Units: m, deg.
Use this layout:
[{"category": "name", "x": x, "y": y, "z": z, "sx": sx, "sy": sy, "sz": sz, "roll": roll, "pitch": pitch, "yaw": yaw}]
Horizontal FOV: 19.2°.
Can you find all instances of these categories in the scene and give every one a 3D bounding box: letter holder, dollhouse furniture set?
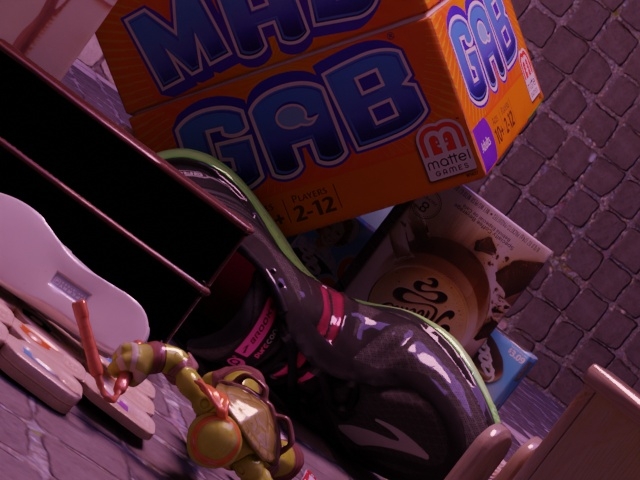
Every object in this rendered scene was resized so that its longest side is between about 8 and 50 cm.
[{"category": "letter holder", "x": -0.221, "y": -0.040, "z": 1.695, "sx": 0.302, "sy": 0.152, "sz": 0.214, "roll": 37, "pitch": -1, "yaw": -4}, {"category": "dollhouse furniture set", "x": 0.280, "y": 0.286, "z": 1.715, "sx": 0.362, "sy": 0.256, "sz": 0.394, "roll": 40, "pitch": 6, "yaw": 25}]

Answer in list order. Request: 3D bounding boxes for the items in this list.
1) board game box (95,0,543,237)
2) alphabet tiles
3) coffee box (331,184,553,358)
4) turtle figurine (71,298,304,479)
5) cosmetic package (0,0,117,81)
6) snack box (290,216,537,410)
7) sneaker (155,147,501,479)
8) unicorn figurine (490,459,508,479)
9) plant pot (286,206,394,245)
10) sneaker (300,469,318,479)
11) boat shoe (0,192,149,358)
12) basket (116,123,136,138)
[{"category": "board game box", "x": -0.001, "y": -0.229, "z": 2.111, "sx": 0.356, "sy": 0.356, "sz": 0.356, "roll": 69, "pitch": 21, "yaw": -11}, {"category": "alphabet tiles", "x": -0.245, "y": 0.058, "z": 1.499, "sx": 0.278, "sy": 0.021, "sz": 0.284, "roll": 39, "pitch": 5, "yaw": -10}, {"category": "coffee box", "x": 0.104, "y": 0.078, "z": 2.166, "sx": 0.168, "sy": 0.297, "sz": 0.119, "roll": 36, "pitch": 2, "yaw": -6}, {"category": "turtle figurine", "x": -0.074, "y": 0.137, "z": 1.457, "sx": 0.269, "sy": 0.087, "sz": 0.217, "roll": 47, "pitch": 4, "yaw": 5}, {"category": "cosmetic package", "x": -0.318, "y": -0.210, "z": 1.863, "sx": 0.129, "sy": 0.296, "sz": 0.153, "roll": 33, "pitch": 7, "yaw": -29}, {"category": "snack box", "x": 0.080, "y": 0.115, "z": 2.290, "sx": 0.322, "sy": 0.187, "sz": 0.060, "roll": 38, "pitch": 5, "yaw": 18}, {"category": "sneaker", "x": -0.035, "y": 0.105, "z": 1.919, "sx": 0.482, "sy": 0.185, "sz": 0.202, "roll": 36, "pitch": 25, "yaw": 6}, {"category": "unicorn figurine", "x": 0.169, "y": 0.260, "z": 2.402, "sx": 0.162, "sy": 0.060, "sz": 0.111, "roll": 15, "pitch": 16, "yaw": -30}, {"category": "plant pot", "x": 0.000, "y": 0.000, "z": 2.509, "sx": 0.255, "sy": 0.271, "sz": 0.271, "roll": 51, "pitch": -1, "yaw": -25}, {"category": "sneaker", "x": 0.006, "y": 0.226, "z": 1.585, "sx": 0.067, "sy": 0.042, "sz": 0.118, "roll": 43, "pitch": 9, "yaw": 21}, {"category": "boat shoe", "x": -0.216, "y": 0.031, "z": 1.515, "sx": 0.184, "sy": 0.066, "sz": 0.063, "roll": 33, "pitch": -23, "yaw": -2}, {"category": "basket", "x": -0.228, "y": -0.064, "z": 2.116, "sx": 0.113, "sy": 0.103, "sz": 0.167, "roll": 10, "pitch": -10, "yaw": 27}]
